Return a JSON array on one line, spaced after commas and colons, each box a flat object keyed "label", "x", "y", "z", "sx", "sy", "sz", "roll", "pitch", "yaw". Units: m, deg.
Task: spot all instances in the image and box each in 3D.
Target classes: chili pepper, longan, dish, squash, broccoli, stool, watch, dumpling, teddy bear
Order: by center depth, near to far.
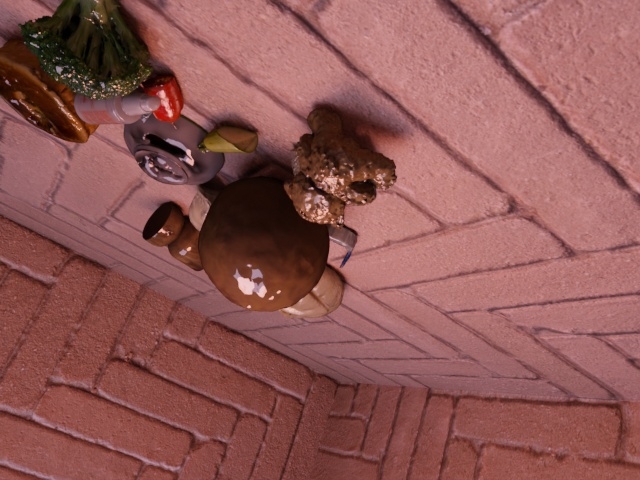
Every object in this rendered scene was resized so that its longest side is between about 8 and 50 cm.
[{"label": "broccoli", "x": -0.514, "y": -0.439, "z": 1.169, "sx": 0.269, "sy": 0.261, "sz": 0.241, "roll": 16, "pitch": 117, "yaw": 3}, {"label": "teddy bear", "x": 0.022, "y": -0.148, "z": 1.259, "sx": 0.267, "sy": 0.156, "sz": 0.256, "roll": 39, "pitch": 137, "yaw": 9}, {"label": "chili pepper", "x": -0.409, "y": -0.361, "z": 1.378, "sx": 0.086, "sy": 0.084, "sz": 0.192, "roll": 31, "pitch": 155, "yaw": 19}, {"label": "squash", "x": -0.273, "y": -0.280, "z": 1.433, "sx": 0.200, "sy": 0.090, "sz": 0.075, "roll": 5, "pitch": 142, "yaw": 33}, {"label": "longan", "x": -0.168, "y": 0.000, "z": 1.573, "sx": 0.404, "sy": 0.404, "sz": 0.436, "roll": 23, "pitch": -162, "yaw": -6}, {"label": "dish", "x": -0.468, "y": -0.257, "z": 1.587, "sx": 0.324, "sy": 0.124, "sz": 0.324, "roll": 17, "pitch": 156, "yaw": 8}, {"label": "dumpling", "x": -0.388, "y": -0.119, "z": 1.791, "sx": 0.147, "sy": 0.193, "sz": 0.258, "roll": -18, "pitch": 170, "yaw": -8}, {"label": "watch", "x": -0.010, "y": -0.006, "z": 1.844, "sx": 0.276, "sy": 0.068, "sz": 0.274, "roll": 21, "pitch": 161, "yaw": -1}, {"label": "stool", "x": -0.561, "y": -0.012, "z": 2.109, "sx": 0.179, "sy": 0.179, "sz": 0.264, "roll": -5, "pitch": 146, "yaw": 44}]

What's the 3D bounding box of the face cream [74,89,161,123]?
[{"label": "face cream", "x": -0.510, "y": -0.347, "z": 1.320, "sx": 0.252, "sy": 0.101, "sz": 0.101, "roll": 7, "pitch": 153, "yaw": 31}]

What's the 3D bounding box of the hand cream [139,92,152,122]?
[{"label": "hand cream", "x": -0.557, "y": -0.426, "z": 1.392, "sx": 0.075, "sy": 0.052, "sz": 0.248, "roll": -23, "pitch": 133, "yaw": 40}]

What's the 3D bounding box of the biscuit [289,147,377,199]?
[{"label": "biscuit", "x": 0.029, "y": -0.177, "z": 1.376, "sx": 0.250, "sy": 0.046, "sz": 0.147, "roll": 10, "pitch": 122, "yaw": 36}]

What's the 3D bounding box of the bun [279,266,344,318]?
[{"label": "bun", "x": -0.083, "y": 0.216, "z": 2.165, "sx": 0.365, "sy": 0.219, "sz": 0.365, "roll": 15, "pitch": 158, "yaw": 6}]

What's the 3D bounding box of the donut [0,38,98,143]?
[{"label": "donut", "x": -0.760, "y": -0.414, "z": 1.451, "sx": 0.330, "sy": 0.160, "sz": 0.330, "roll": 25, "pitch": 149, "yaw": 17}]
